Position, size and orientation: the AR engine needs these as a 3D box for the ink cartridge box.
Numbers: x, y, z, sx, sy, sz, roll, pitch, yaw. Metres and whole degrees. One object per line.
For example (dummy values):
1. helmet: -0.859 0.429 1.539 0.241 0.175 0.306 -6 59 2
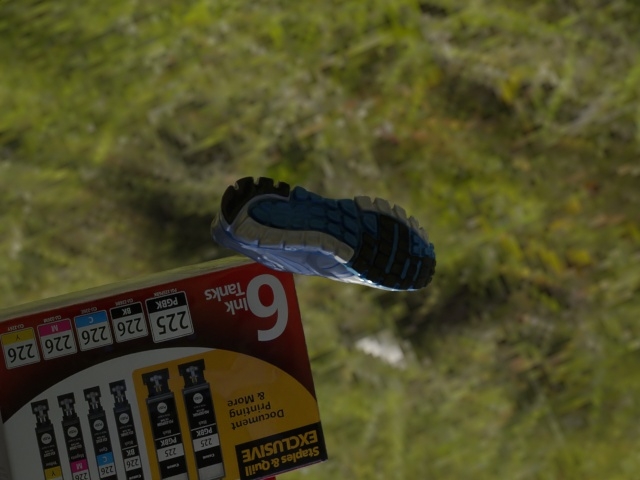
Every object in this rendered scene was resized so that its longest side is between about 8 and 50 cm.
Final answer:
1. ink cartridge box: -0.163 0.174 1.830 0.309 0.272 0.130 -14 -174 -26

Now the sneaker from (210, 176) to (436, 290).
1. sneaker: 0.000 0.000 1.587 0.191 0.071 0.083 18 158 -15
